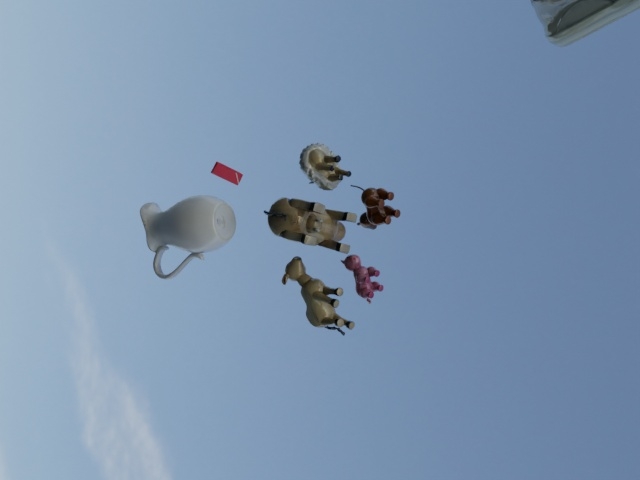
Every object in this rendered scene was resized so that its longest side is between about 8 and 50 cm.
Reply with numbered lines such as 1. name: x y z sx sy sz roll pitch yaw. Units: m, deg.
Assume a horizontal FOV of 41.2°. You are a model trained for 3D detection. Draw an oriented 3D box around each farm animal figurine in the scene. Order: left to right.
1. farm animal figurine: 0.000 0.000 1.828 0.172 0.327 0.330 12 -109 47

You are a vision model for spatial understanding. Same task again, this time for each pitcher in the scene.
1. pitcher: -0.289 -0.007 1.862 0.207 0.125 0.177 -5 -89 30

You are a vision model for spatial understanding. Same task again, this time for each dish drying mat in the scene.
1. dish drying mat: -0.224 -0.161 2.050 0.008 0.083 0.032 35 -82 49

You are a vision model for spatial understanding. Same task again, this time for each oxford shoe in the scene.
1. oxford shoe: 0.453 -0.418 1.227 0.169 0.130 0.449 -47 -169 -23
